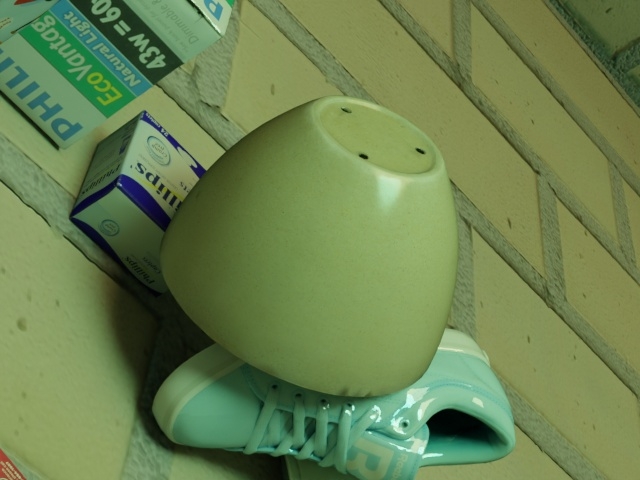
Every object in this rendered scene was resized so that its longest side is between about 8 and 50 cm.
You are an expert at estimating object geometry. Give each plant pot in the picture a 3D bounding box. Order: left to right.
[{"bbox_3d":[0.016,-0.021,1.411,0.284,0.191,0.284,20,29,-12],"label":"plant pot"}]

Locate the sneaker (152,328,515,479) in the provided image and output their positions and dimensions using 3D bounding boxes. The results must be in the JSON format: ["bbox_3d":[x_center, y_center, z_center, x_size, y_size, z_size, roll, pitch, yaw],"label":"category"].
[{"bbox_3d":[0.030,0.165,1.438,0.365,0.135,0.150,-4,38,-25],"label":"sneaker"}]

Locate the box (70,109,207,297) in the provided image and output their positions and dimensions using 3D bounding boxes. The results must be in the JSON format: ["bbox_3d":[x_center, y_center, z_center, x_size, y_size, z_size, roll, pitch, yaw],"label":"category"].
[{"bbox_3d":[-0.171,-0.038,1.526,0.126,0.072,0.137,45,30,-25],"label":"box"}]

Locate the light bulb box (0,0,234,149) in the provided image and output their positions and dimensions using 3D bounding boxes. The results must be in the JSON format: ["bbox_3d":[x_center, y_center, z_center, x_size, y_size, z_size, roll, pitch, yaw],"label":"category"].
[{"bbox_3d":[-0.263,-0.354,1.525,0.358,0.225,0.361,46,29,-25],"label":"light bulb box"}]

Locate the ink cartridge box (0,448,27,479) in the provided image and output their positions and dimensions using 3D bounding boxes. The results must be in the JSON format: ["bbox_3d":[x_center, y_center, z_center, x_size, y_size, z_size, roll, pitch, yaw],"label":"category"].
[{"bbox_3d":[-0.253,0.251,1.085,0.127,0.072,0.175,54,27,-11],"label":"ink cartridge box"}]

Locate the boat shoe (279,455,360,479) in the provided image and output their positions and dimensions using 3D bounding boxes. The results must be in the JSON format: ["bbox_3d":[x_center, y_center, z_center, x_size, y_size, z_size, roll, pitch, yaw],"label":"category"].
[{"bbox_3d":[0.001,0.207,1.577,0.319,0.116,0.099,-99,-170,-49],"label":"boat shoe"}]

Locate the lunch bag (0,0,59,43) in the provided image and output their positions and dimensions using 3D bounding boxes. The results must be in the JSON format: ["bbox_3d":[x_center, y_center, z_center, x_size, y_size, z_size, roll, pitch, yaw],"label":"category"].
[{"bbox_3d":[-0.337,-0.203,1.223,0.115,0.243,0.303,60,28,2],"label":"lunch bag"}]
